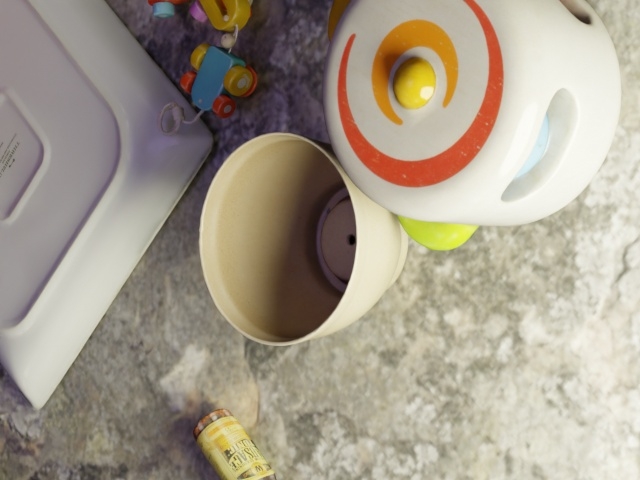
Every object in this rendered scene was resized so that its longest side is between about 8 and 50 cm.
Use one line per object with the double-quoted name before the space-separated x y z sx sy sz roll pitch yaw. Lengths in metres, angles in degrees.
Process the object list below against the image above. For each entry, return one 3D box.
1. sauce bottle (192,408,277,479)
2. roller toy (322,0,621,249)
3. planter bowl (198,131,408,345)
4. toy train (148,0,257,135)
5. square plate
"sauce bottle" -0.059 0.198 1.397 0.128 0.042 0.042 50 119 27
"roller toy" 0.103 -0.109 1.198 0.191 0.146 0.209 -18 77 38
"planter bowl" 0.000 0.000 1.306 0.162 0.109 0.162 -2 88 40
"toy train" -0.101 -0.175 1.439 0.125 0.046 0.166 -14 77 40
"square plate" -0.285 -0.076 1.587 0.344 0.049 0.347 50 119 28
